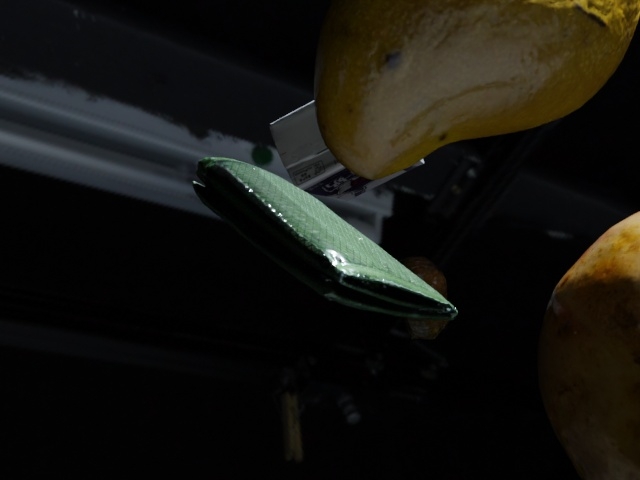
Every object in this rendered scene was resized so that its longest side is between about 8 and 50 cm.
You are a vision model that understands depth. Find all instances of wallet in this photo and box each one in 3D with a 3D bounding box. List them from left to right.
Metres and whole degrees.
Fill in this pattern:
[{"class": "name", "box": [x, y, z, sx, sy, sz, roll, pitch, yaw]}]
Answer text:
[{"class": "wallet", "box": [-0.001, 0.002, 0.841, 0.160, 0.236, 0.055, 15, -72, -43]}]

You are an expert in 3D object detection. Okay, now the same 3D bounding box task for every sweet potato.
[{"class": "sweet potato", "box": [0.128, 0.080, 1.185, 0.062, 0.081, 0.233, -18, -20, 0]}]

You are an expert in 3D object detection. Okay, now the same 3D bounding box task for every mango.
[{"class": "mango", "box": [0.104, -0.136, 0.584, 0.262, 0.109, 0.157, -37, -76, -28]}]

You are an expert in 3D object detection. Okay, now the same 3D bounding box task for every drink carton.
[{"class": "drink carton", "box": [0.041, -0.130, 1.285, 0.134, 0.102, 0.222, -28, -10, 17]}]

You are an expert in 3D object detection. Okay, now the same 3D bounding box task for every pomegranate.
[{"class": "pomegranate", "box": [0.375, 0.124, 0.861, 0.338, 0.338, 0.338, -14, -46, -15]}]
